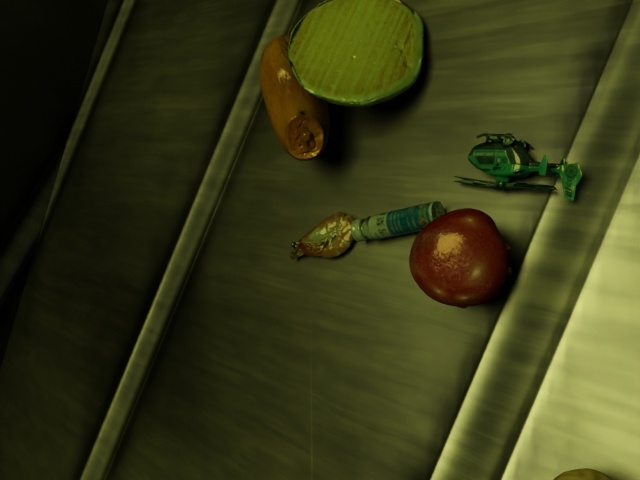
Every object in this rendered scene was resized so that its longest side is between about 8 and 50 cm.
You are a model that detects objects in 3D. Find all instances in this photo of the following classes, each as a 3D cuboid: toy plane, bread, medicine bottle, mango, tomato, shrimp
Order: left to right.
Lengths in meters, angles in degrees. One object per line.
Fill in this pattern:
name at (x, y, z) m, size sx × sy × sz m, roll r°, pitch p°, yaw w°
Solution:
mango at (-0.055, -0.315, 1.397) m, size 0.144 × 0.187 × 0.359 m, roll -14°, pitch 62°, yaw 3°
shrimp at (0.000, 0.000, 1.327) m, size 0.184 × 0.043 × 0.091 m, roll -21°, pitch 65°, yaw 35°
bread at (0.073, -0.397, 1.304) m, size 0.301 × 0.045 × 0.301 m, roll -3°, pitch 65°, yaw 6°
medicine bottle at (0.145, -0.034, 1.197) m, size 0.191 × 0.051 × 0.051 m, roll -11°, pitch 68°, yaw 40°
tomato at (0.222, 0.026, 1.027) m, size 0.167 × 0.167 × 0.167 m, roll -17°, pitch 64°, yaw 38°
toy plane at (0.329, -0.127, 1.055) m, size 0.235 × 0.060 × 0.096 m, roll 14°, pitch 92°, yaw 48°

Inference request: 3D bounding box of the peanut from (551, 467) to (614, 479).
peanut at (0.346, 0.446, 0.778) m, size 0.147 × 0.147 × 0.305 m, roll -21°, pitch 64°, yaw 37°
